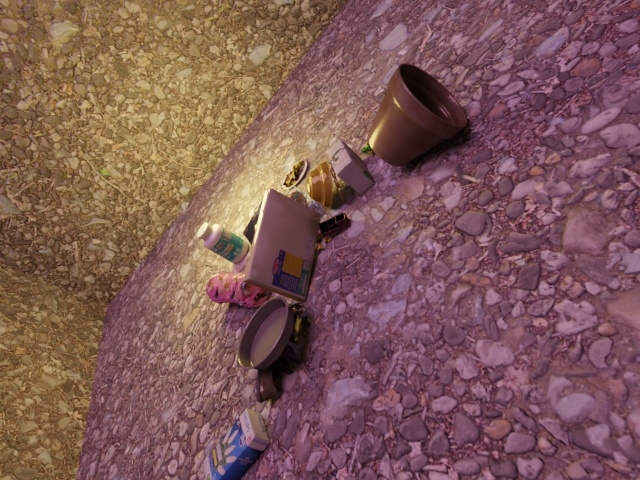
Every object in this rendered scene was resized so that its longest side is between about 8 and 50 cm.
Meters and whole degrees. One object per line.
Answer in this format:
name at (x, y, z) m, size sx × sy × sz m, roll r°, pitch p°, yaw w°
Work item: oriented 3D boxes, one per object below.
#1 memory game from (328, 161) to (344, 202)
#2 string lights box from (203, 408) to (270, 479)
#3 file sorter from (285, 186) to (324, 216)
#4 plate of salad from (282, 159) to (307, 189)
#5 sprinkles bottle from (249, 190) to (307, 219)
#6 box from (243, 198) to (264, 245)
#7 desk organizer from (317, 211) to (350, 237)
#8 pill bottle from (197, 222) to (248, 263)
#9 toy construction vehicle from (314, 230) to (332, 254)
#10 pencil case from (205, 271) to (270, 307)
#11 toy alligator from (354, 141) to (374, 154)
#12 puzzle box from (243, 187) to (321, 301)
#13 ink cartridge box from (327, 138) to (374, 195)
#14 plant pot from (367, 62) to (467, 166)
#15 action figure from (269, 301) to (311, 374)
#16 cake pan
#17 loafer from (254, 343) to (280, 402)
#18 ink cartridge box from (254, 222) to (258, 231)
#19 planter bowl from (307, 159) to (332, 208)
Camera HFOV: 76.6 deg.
memory game at (0.069, -0.254, 1.770) m, size 0.012 × 0.186 × 0.186 m, roll -20°, pitch 39°, yaw 3°
string lights box at (-0.297, 0.744, 1.426) m, size 0.260 × 0.076 × 0.133 m, roll -52°, pitch 32°, yaw 4°
file sorter at (-0.084, -0.154, 1.874) m, size 0.105 × 0.170 × 0.118 m, roll -52°, pitch 33°, yaw -1°
plate of salad at (-0.152, -0.376, 2.269) m, size 0.199 × 0.048 × 0.200 m, roll -31°, pitch 40°, yaw 31°
sprinkles bottle at (-0.223, -0.155, 2.096) m, size 0.355 × 0.121 × 0.122 m, roll -14°, pitch 50°, yaw 45°
box at (-0.275, -0.061, 2.017) m, size 0.183 × 0.059 × 0.233 m, roll 49°, pitch 120°, yaw 26°
desk organizer at (0.056, -0.064, 1.699) m, size 0.130 × 0.050 × 0.047 m, roll -24°, pitch 42°, yaw 18°
pill bottle at (-0.537, 0.008, 2.213) m, size 0.146 × 0.264 × 0.146 m, roll -32°, pitch 39°, yaw 31°
toy construction vehicle at (0.000, 0.000, 1.753) m, size 0.098 × 0.035 × 0.086 m, roll -43°, pitch 35°, yaw 17°
pencil case at (-0.403, 0.232, 1.949) m, size 0.385 × 0.167 × 0.160 m, roll -5°, pitch 89°, yaw 50°
toy alligator at (0.227, -0.421, 1.833) m, size 0.051 × 0.056 × 0.189 m, roll -25°, pitch 10°, yaw -40°
puzzle box at (-0.148, 0.018, 1.670) m, size 0.052 × 0.271 × 0.410 m, roll -22°, pitch 50°, yaw 50°
ink cartridge box at (0.129, -0.321, 1.763) m, size 0.092 × 0.160 × 0.220 m, roll -41°, pitch 34°, yaw 19°
plant pot at (0.333, -0.438, 1.520) m, size 0.280 × 0.322 × 0.324 m, roll -48°, pitch 30°, yaw 40°
action figure at (-0.122, 0.351, 1.546) m, size 0.185 × 0.099 × 0.285 m, roll -43°, pitch 30°, yaw 30°
cake pan at (-0.200, 0.349, 1.508) m, size 0.293 × 0.054 × 0.293 m, roll -39°, pitch 30°, yaw 27°
loafer at (-0.189, 0.487, 1.530) m, size 0.087 × 0.095 × 0.251 m, roll -7°, pitch 45°, yaw 6°
ink cartridge box at (-0.210, -0.035, 1.839) m, size 0.171 × 0.056 × 0.235 m, roll -42°, pitch 40°, yaw 19°
planter bowl at (-0.011, -0.247, 1.820) m, size 0.217 × 0.090 × 0.218 m, roll 174°, pitch 90°, yaw -81°
